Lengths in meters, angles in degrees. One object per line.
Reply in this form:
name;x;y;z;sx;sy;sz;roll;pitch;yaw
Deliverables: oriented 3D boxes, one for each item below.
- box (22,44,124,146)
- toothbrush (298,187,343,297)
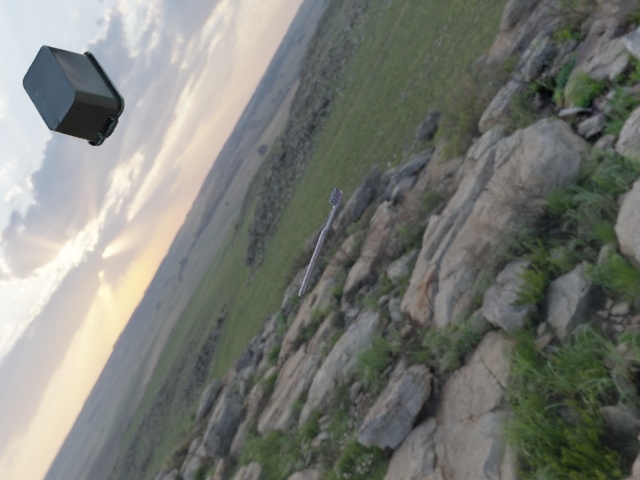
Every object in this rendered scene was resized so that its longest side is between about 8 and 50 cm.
box;-0.317;-0.186;0.683;0.084;0.122;0.069;-47;-21;23
toothbrush;0.000;0.000;0.416;0.006;0.008;0.097;-22;43;55
